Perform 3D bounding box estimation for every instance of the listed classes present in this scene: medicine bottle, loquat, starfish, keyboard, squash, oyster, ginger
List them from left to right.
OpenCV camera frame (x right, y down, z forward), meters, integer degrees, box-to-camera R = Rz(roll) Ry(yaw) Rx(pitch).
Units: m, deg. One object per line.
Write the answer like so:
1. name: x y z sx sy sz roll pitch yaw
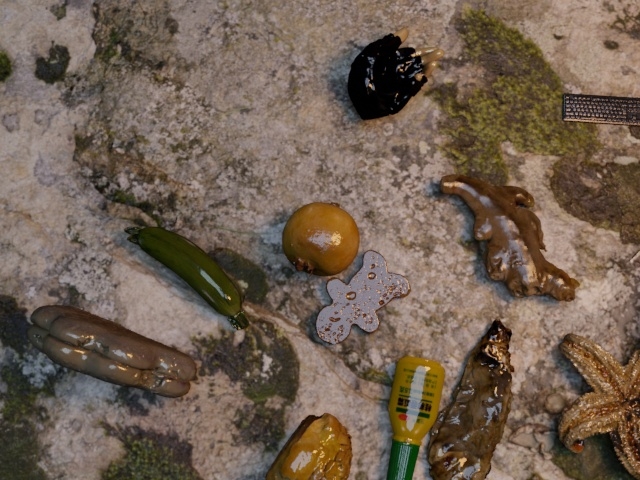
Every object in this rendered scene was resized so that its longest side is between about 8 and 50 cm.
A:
1. squash: -0.255 0.054 1.484 0.318 0.080 0.071 39 44 8
2. loquat: 0.000 0.000 1.452 0.163 0.137 0.163 4 76 -15
3. medicine bottle: 0.168 0.352 1.408 0.095 0.064 0.260 12 79 4
4. oyster: 0.294 0.313 1.414 0.129 0.078 0.344 18 81 14
5. ginger: 0.378 -0.008 1.476 0.166 0.080 0.333 -24 71 -18
6. keyboard: 0.606 -0.273 1.557 0.198 0.010 0.063 4 80 3
7. starfish: 0.588 0.294 1.388 0.304 0.113 0.311 12 87 7

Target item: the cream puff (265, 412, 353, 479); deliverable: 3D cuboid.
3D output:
1. cream puff: -0.011 0.405 1.352 0.129 0.189 0.189 39 82 4

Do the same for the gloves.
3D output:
1. gloves: 0.160 -0.349 1.537 0.204 0.124 0.164 -22 100 -24

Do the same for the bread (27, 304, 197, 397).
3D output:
1. bread: -0.403 0.210 1.401 0.338 0.183 0.101 19 87 6

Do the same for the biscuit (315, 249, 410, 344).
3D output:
1. biscuit: 0.070 0.120 1.477 0.138 0.031 0.205 43 81 5
